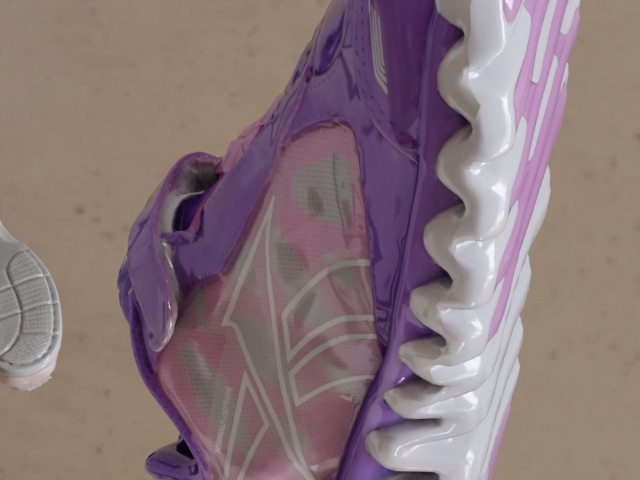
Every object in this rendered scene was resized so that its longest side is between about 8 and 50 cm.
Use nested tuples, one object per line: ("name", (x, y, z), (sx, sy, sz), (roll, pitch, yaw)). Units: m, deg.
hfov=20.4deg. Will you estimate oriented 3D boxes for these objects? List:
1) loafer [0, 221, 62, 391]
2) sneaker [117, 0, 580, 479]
("loafer", (-0.140, 0.020, 0.747), (0.045, 0.125, 0.039), (-19, 140, -22))
("sneaker", (0.000, 0.000, 0.431), (0.095, 0.104, 0.236), (-63, 164, -45))
